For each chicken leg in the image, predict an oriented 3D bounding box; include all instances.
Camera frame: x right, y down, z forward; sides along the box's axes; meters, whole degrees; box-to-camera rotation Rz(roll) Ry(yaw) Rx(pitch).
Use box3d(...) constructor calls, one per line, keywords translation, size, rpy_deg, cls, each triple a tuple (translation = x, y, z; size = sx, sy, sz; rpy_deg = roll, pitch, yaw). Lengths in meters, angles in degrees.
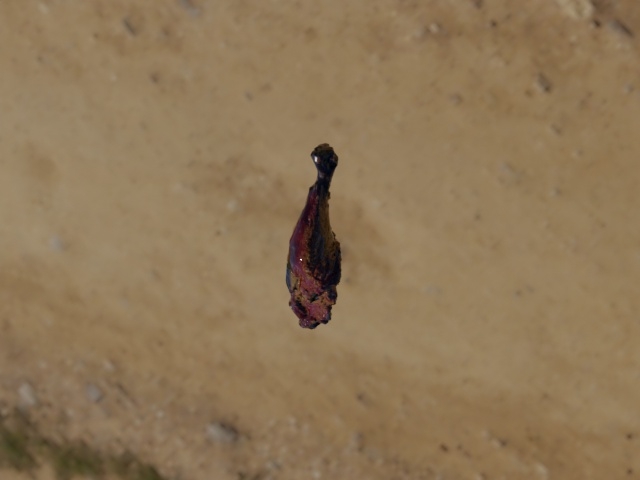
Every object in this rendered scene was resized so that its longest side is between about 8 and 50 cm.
box3d(translation=(-0.001, 0.004, 1.068), size=(0.037, 0.062, 0.145), rpy_deg=(10, 145, 6), cls="chicken leg")
